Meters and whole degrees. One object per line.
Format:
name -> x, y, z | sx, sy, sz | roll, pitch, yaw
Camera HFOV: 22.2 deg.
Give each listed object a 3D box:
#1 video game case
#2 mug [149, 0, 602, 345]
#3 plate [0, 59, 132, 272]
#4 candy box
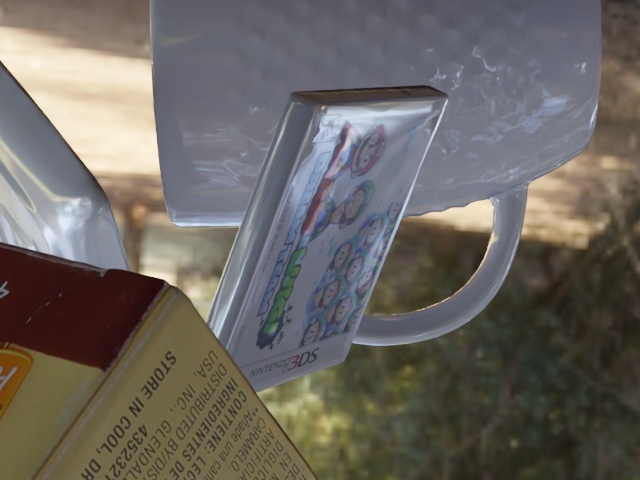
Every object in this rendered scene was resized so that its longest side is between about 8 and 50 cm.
video game case -> 0.000, 0.000, 0.790 | 0.019, 0.157, 0.143 | 28, -161, 23
mug -> 0.046, -0.102, 1.286 | 0.328, 0.374, 0.276 | -1, -174, 1
plate -> -0.201, 0.007, 1.212 | 0.045, 0.278, 0.277 | -26, -136, -18
candy box -> -0.057, 0.126, 0.507 | 0.183, 0.087, 0.316 | 12, 147, 39
